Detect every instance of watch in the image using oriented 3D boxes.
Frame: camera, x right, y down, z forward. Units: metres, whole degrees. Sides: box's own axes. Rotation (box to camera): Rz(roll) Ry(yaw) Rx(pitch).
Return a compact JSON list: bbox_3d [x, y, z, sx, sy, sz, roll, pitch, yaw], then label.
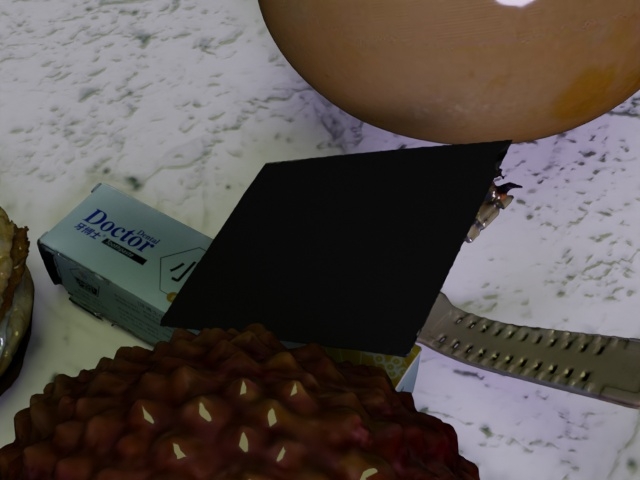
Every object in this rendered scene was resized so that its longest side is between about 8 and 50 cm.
[{"bbox_3d":[0.101,0.020,0.590,0.102,0.164,0.268,-44,27,-24],"label":"watch"}]

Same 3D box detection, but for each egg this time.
[{"bbox_3d":[0.130,-0.230,0.712,0.374,0.301,0.300,-4,55,0],"label":"egg"}]

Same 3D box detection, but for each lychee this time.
[{"bbox_3d":[-0.049,0.192,0.428,0.330,0.306,0.306,22,57,32],"label":"lychee"}]

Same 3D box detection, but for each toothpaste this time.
[{"bbox_3d":[-0.078,0.060,0.659,0.313,0.071,0.089,26,56,20],"label":"toothpaste"}]

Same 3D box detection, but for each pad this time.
[{"bbox_3d":[0.000,0.000,0.560,0.243,0.004,0.163,0,51,46],"label":"pad"}]

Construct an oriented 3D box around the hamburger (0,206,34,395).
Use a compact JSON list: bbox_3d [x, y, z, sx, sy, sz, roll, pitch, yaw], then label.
[{"bbox_3d":[-0.317,0.061,0.646,0.206,0.130,0.183,-10,51,18],"label":"hamburger"}]
